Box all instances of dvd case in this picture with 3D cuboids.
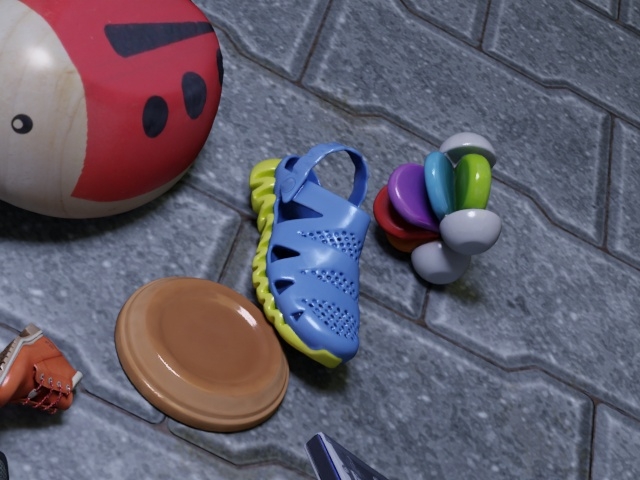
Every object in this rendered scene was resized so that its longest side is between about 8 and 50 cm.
[{"bbox_3d":[0.081,0.304,1.328,0.179,0.029,0.239,41,13,-35],"label":"dvd case"}]

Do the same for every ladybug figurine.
[{"bbox_3d":[-0.250,-0.188,1.548,0.305,0.162,0.449,59,32,0],"label":"ladybug figurine"}]

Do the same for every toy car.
[{"bbox_3d":[0.139,-0.047,1.722,0.136,0.182,0.159,12,58,-19],"label":"toy car"}]

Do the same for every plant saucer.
[{"bbox_3d":[-0.120,0.113,1.484,0.200,0.037,0.200,19,41,-17],"label":"plant saucer"}]

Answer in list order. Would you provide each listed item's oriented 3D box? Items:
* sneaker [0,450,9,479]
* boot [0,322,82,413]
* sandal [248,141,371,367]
[{"bbox_3d":[-0.371,0.186,1.195,0.227,0.087,0.130,23,38,-18],"label":"sneaker"},{"bbox_3d":[-0.271,0.133,1.310,0.084,0.059,0.158,44,13,-4],"label":"boot"},{"bbox_3d":[0.000,0.000,1.589,0.126,0.138,0.317,33,34,-41],"label":"sandal"}]
